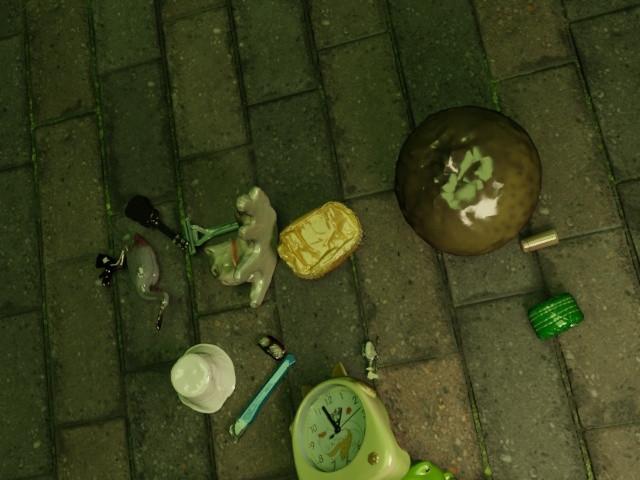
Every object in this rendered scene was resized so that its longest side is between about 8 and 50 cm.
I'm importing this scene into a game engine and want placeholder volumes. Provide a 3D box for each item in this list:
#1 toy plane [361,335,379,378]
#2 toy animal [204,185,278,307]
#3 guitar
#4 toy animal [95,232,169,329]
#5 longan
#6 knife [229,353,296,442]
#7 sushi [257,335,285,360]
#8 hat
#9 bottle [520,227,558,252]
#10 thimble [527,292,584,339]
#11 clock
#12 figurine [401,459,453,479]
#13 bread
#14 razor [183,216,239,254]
[{"bbox_3d":[0.139,0.324,1.910,0.049,0.031,0.121,3,75,5],"label":"toy plane"},{"bbox_3d":[-0.235,-0.009,1.963,0.188,0.308,0.266,19,64,34],"label":"toy animal"},{"bbox_3d":[-0.501,-0.050,2.105,0.271,0.038,0.084,35,93,29],"label":"guitar"},{"bbox_3d":[-0.538,0.106,2.080,0.324,0.090,0.195,31,92,26],"label":"toy animal"},{"bbox_3d":[0.372,-0.151,1.777,0.390,0.391,0.392,-3,77,12],"label":"longan"},{"bbox_3d":[-0.164,0.446,1.955,0.044,0.026,0.297,37,85,15],"label":"knife"},{"bbox_3d":[-0.137,0.308,1.977,0.083,0.044,0.046,37,66,16],"label":"sushi"},{"bbox_3d":[-0.351,0.387,1.957,0.203,0.126,0.203,-4,74,14],"label":"hat"},{"bbox_3d":[0.595,0.001,1.872,0.096,0.045,0.045,-18,74,11],"label":"bottle"},{"bbox_3d":[0.614,0.197,1.788,0.130,0.118,0.090,-17,68,-19],"label":"thimble"},{"bbox_3d":[0.058,0.501,1.795,0.286,0.117,0.349,-36,50,21],"label":"clock"},{"bbox_3d":[0.220,0.670,1.757,0.162,0.143,0.263,34,107,-20],"label":"figurine"},{"bbox_3d":[0.000,0.000,1.959,0.250,0.133,0.179,-41,73,2],"label":"bread"},{"bbox_3d":[-0.272,-0.044,2.079,0.277,0.056,0.111,-15,76,2],"label":"razor"}]
